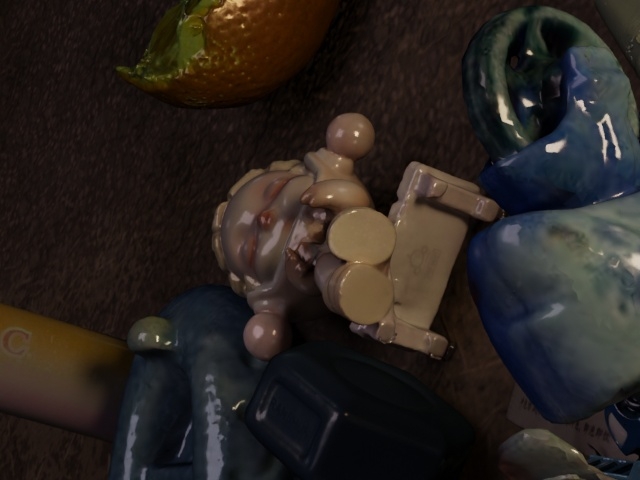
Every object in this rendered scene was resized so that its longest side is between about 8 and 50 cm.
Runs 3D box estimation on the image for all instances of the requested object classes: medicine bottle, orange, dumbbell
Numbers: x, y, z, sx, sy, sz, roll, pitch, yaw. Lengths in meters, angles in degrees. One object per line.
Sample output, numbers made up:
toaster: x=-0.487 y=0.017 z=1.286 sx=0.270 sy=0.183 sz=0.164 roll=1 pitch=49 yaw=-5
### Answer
medicine bottle: x=-0.315 y=0.083 z=1.540 sx=0.108 sy=0.426 sz=0.108 roll=-37 pitch=42 yaw=44
orange: x=-0.067 y=-0.219 z=1.578 sx=0.237 sy=0.158 sz=0.179 roll=-71 pitch=18 yaw=-2
dumbbell: x=-0.023 y=0.233 z=1.256 sx=0.143 sy=0.156 sz=0.316 roll=29 pitch=101 yaw=15

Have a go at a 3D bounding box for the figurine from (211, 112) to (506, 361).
figurine: x=0.009 y=-0.003 z=1.372 sx=0.256 sy=0.144 sz=0.182 roll=20 pitch=111 yaw=57

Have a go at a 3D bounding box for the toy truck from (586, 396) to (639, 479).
toy truck: x=0.178 y=0.113 z=1.008 sx=0.073 sy=0.056 sz=0.090 roll=51 pitch=125 yaw=22

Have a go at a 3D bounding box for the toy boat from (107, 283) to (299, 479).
toy boat: x=-0.112 y=0.191 z=1.453 sx=0.215 sy=0.123 sz=0.330 roll=-13 pitch=63 yaw=57

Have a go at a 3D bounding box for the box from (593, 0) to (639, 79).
box: x=0.246 y=-0.160 z=1.103 sx=0.172 sy=0.093 sz=0.124 roll=-54 pitch=34 yaw=26

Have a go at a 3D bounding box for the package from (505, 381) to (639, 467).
package: x=0.196 y=0.035 z=1.105 sx=0.251 sy=0.062 sz=0.204 roll=12 pitch=84 yaw=61

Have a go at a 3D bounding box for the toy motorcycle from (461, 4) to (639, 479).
toy motorcycle: x=0.195 y=0.036 z=0.854 sx=0.182 sy=0.319 sz=0.241 roll=-50 pitch=28 yaw=26
